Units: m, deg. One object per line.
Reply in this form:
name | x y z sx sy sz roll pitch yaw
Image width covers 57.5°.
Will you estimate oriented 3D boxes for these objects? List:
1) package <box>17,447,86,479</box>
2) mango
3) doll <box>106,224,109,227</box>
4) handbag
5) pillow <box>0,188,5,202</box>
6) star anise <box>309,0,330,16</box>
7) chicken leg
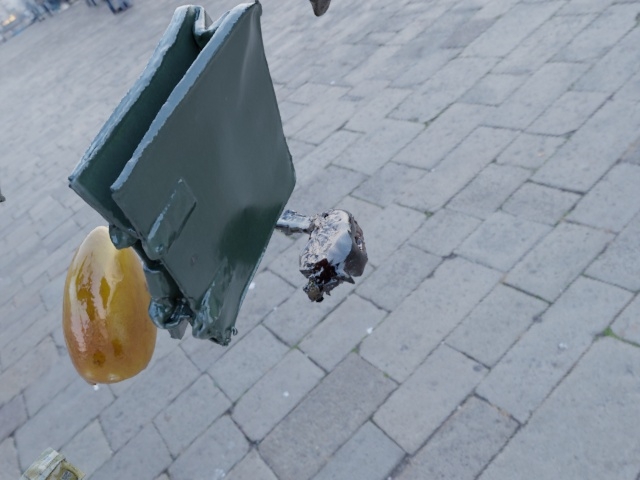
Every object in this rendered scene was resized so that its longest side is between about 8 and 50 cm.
package | -0.368 0.335 0.742 0.071 0.047 0.131 1 45 46
mango | -0.336 0.102 0.931 0.126 0.252 0.154 -2 1 27
doll | -0.411 -0.049 1.246 0.099 0.057 0.143 -29 -24 -52
handbag | -0.106 -0.058 0.554 0.079 0.247 0.260 8 56 15
pillow | -0.411 -0.017 0.631 0.051 0.093 0.241 5 58 25
star anise | 0.035 -0.303 0.489 0.220 0.099 0.214 -49 1 38
chicken leg | 0.000 0.000 0.763 0.106 0.051 0.253 -31 24 -3
